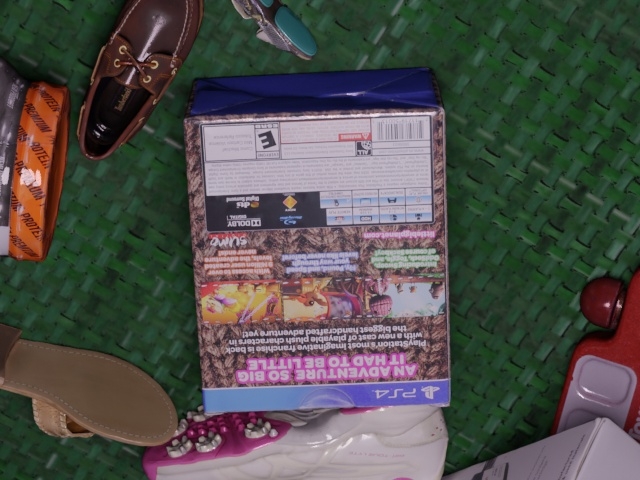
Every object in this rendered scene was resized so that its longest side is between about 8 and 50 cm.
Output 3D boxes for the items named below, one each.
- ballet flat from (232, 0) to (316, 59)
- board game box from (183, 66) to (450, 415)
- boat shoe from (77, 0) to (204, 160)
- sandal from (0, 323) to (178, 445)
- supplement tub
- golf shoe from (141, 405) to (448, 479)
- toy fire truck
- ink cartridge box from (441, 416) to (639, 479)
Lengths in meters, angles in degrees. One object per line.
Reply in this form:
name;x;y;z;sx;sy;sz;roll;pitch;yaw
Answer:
ballet flat;-0.051;-0.208;1.760;0.041;0.041;0.114;-37;105;12
board game box;0.000;0.000;1.775;0.232;0.141;0.291;-2;110;1
boat shoe;-0.164;-0.156;1.721;0.073;0.073;0.207;25;128;-4
sandal;-0.257;0.154;1.880;0.240;0.088;0.079;22;140;-1
supplement tub;-0.404;-0.083;1.711;0.338;0.207;0.207;8;110;-2
golf shoe;-0.020;0.216;1.872;0.306;0.115;0.140;-12;113;5
toy fire truck;0.356;0.146;1.831;0.254;0.169;0.302;17;109;14
ink cartridge box;0.233;0.311;1.803;0.223;0.129;0.307;39;148;-12
